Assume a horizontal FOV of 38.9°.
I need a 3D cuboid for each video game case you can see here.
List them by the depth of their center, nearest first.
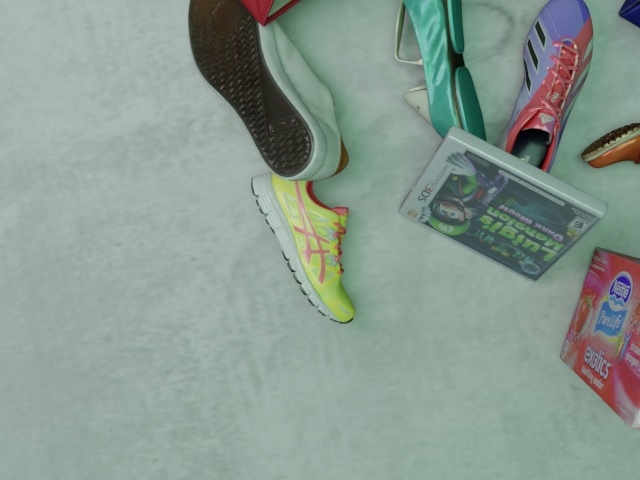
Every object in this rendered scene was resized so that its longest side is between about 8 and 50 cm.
[{"bbox_3d":[0.201,-0.035,1.035,0.190,0.173,0.022,27,59,0],"label":"video game case"}]

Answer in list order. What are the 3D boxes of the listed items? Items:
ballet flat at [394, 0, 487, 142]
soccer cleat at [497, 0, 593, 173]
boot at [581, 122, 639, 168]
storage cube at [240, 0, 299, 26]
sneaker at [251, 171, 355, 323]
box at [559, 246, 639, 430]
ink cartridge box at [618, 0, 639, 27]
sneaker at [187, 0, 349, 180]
[{"bbox_3d":[0.135,-0.203,1.066,0.087,0.083,0.247,-8,95,27],"label":"ballet flat"},{"bbox_3d":[0.262,-0.164,1.046,0.083,0.095,0.248,18,98,-2],"label":"soccer cleat"},{"bbox_3d":[0.391,-0.104,1.068,0.158,0.059,0.084,-20,99,3],"label":"boot"},{"bbox_3d":[-0.042,-0.385,0.957,0.215,0.183,0.193,-40,88,-21],"label":"storage cube"},{"bbox_3d":[0.000,0.000,1.082,0.094,0.081,0.208,-27,93,2],"label":"sneaker"},{"bbox_3d":[0.375,0.108,0.965,0.142,0.300,0.154,16,97,0],"label":"box"},{"bbox_3d":[0.528,-0.303,0.999,0.395,0.151,0.270,31,96,1],"label":"ink cartridge box"},{"bbox_3d":[-0.061,-0.189,1.070,0.106,0.123,0.290,-34,73,26],"label":"sneaker"}]
